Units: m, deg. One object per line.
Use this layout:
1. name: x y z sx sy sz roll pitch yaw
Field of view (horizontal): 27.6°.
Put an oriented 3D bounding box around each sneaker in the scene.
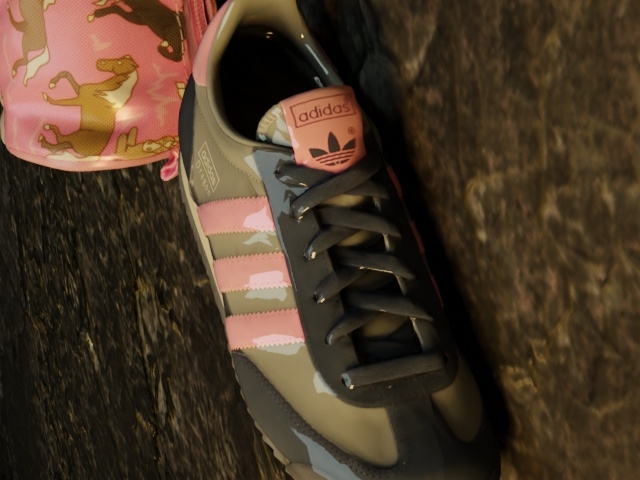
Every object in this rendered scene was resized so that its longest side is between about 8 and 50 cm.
1. sneaker: 0.000 0.000 0.656 0.131 0.112 0.319 101 148 -46

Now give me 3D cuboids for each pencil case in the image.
1. pencil case: -0.144 -0.235 0.829 0.167 0.160 0.386 -139 44 -65
